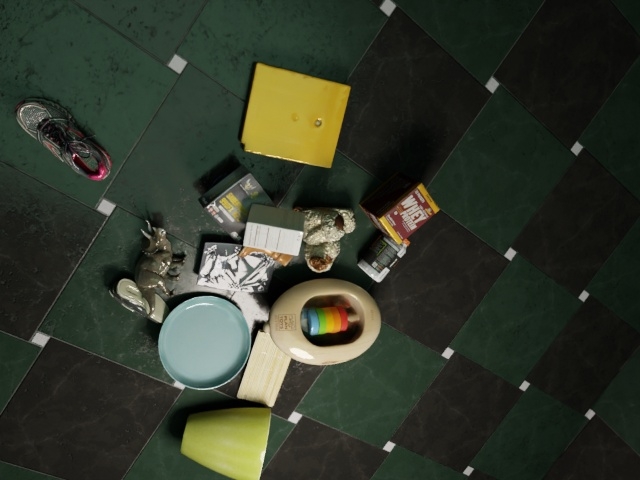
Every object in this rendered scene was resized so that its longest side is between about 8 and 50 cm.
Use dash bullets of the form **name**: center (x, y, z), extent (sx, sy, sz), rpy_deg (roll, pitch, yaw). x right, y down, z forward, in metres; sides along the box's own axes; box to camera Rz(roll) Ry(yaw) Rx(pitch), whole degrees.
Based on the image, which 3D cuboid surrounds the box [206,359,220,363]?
- **box**: center (-0.396, 0.439, 1.948), extent (0.052, 0.083, 0.062), rpy_deg (8, 105, -22)

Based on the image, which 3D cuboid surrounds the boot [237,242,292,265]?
- **boot**: center (-0.173, 0.032, 1.834), extent (0.152, 0.073, 0.197), rpy_deg (50, 59, -9)

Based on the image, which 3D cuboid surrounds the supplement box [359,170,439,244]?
- **supplement box**: center (0.275, -0.119, 1.915), extent (0.191, 0.194, 0.129), rpy_deg (-41, 116, -2)

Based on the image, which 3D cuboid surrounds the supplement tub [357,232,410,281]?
- **supplement tub**: center (0.236, 0.051, 2.006), extent (0.117, 0.117, 0.190), rpy_deg (40, 94, -26)

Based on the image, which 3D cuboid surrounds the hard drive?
- **hard drive**: center (-0.292, 0.089, 1.875), extent (0.255, 0.054, 0.171), rpy_deg (8, 106, -22)

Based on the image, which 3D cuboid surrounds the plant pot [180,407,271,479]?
- **plant pot**: center (-0.354, 0.734, 1.995), extent (0.294, 0.275, 0.274), rpy_deg (12, 105, -5)

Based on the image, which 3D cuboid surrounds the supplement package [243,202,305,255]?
- **supplement package**: center (-0.147, -0.036, 1.736), extent (0.179, 0.105, 0.105), rpy_deg (11, 130, -4)

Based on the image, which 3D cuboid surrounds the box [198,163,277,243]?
- **box**: center (-0.260, -0.113, 1.760), extent (0.183, 0.056, 0.231), rpy_deg (-38, 144, -2)

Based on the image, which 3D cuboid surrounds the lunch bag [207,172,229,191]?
- **lunch bag**: center (-0.319, -0.175, 1.764), extent (0.098, 0.067, 0.065), rpy_deg (-44, 117, 1)

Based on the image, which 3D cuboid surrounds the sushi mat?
- **sushi mat**: center (-0.202, 0.482, 2.031), extent (0.152, 0.019, 0.316), rpy_deg (16, 111, -9)

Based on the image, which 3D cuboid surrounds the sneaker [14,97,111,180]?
- **sneaker**: center (-0.732, -0.292, 1.559), extent (0.299, 0.112, 0.121), rpy_deg (40, 93, -25)

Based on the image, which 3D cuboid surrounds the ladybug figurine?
- **ladybug figurine**: center (0.001, 0.294, 1.957), extent (0.450, 0.162, 0.305), rpy_deg (2, 76, -25)

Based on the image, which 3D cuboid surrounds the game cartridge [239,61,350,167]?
- **game cartridge**: center (-0.086, -0.405, 1.776), extent (0.324, 0.052, 0.285), rpy_deg (9, 106, -19)

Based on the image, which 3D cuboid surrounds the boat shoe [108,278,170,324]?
- **boat shoe**: center (-0.601, 0.210, 1.815), extent (0.079, 0.084, 0.233), rpy_deg (-22, 130, 32)

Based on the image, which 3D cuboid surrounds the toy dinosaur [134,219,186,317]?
- **toy dinosaur**: center (-0.538, 0.092, 1.774), extent (0.160, 0.121, 0.313), rpy_deg (19, 104, -13)

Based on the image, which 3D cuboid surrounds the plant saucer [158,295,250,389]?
- **plant saucer**: center (-0.401, 0.353, 1.880), extent (0.318, 0.044, 0.317), rpy_deg (4, 80, -22)

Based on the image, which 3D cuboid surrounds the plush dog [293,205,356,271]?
- **plush dog**: center (0.000, 0.000, 1.874), extent (0.211, 0.262, 0.225), rpy_deg (5, 99, 14)
